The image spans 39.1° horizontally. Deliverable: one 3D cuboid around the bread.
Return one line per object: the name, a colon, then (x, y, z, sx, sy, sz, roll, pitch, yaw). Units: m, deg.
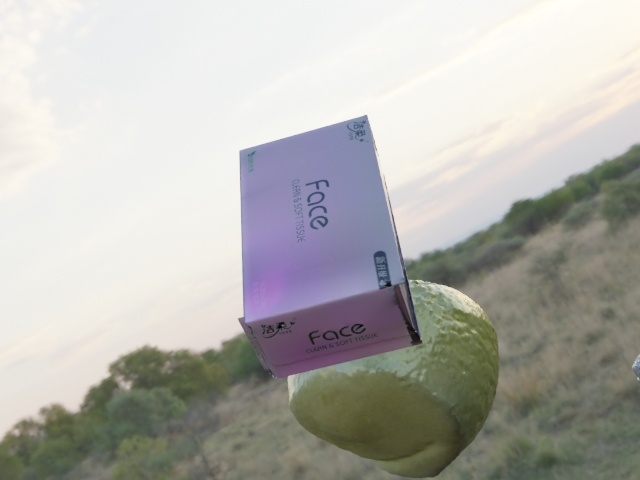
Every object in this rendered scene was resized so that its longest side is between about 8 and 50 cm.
bread: (0.112, 0.197, 1.341, 0.321, 0.321, 0.237, -33, 30, 40)

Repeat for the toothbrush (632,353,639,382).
toothbrush: (0.537, 0.111, 1.350, 0.307, 0.029, 0.025, -40, 8, -37)

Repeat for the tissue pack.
tissue pack: (0.000, 0.000, 0.875, 0.149, 0.246, 0.092, -16, -46, 8)
